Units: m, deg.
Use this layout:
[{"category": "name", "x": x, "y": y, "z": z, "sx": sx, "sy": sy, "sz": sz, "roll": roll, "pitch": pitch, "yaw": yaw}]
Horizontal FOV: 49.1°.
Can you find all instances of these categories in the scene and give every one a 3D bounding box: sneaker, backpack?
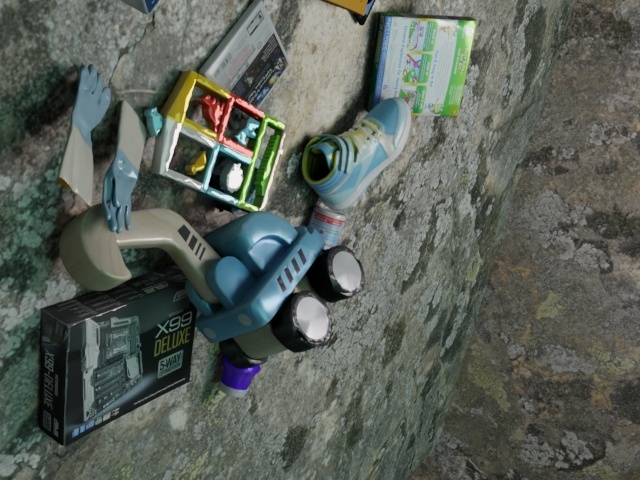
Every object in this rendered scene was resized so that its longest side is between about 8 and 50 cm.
[{"category": "sneaker", "x": 0.082, "y": -0.229, "z": 1.644, "sx": 0.319, "sy": 0.127, "sz": 0.208, "roll": -56, "pitch": 150, "yaw": 1}, {"category": "backpack", "x": -0.158, "y": -0.118, "z": 1.400, "sx": 0.114, "sy": 0.084, "sz": 0.105, "roll": -53, "pitch": 151, "yaw": -28}]

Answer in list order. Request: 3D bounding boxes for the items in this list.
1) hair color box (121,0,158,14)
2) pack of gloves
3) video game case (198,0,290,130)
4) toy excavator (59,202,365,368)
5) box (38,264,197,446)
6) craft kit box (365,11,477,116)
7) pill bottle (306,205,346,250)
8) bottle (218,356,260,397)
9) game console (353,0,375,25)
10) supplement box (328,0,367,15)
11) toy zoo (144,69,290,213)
[{"category": "hair color box", "x": -0.267, "y": -0.423, "z": 0.777, "sx": 0.105, "sy": 0.174, "sz": 0.347, "roll": -60, "pitch": 175, "yaw": -16}, {"category": "pack of gloves", "x": -0.338, "y": -0.134, "z": 1.061, "sx": 0.195, "sy": 0.046, "sz": 0.232, "roll": 65, "pitch": 21, "yaw": -58}, {"category": "video game case", "x": -0.140, "y": -0.331, "z": 1.342, "sx": 0.190, "sy": 0.022, "sz": 0.173, "roll": -58, "pitch": 150, "yaw": -18}, {"category": "toy excavator", "x": -0.190, "y": 0.046, "z": 1.277, "sx": 0.445, "sy": 0.222, "sz": 0.433, "roll": 52, "pitch": 44, "yaw": -14}, {"category": "box", "x": -0.363, "y": 0.200, "z": 1.292, "sx": 0.307, "sy": 0.077, "sz": 0.242, "roll": -20, "pitch": 126, "yaw": -53}, {"category": "craft kit box", "x": 0.249, "y": -0.435, "z": 1.748, "sx": 0.247, "sy": 0.061, "sz": 0.249, "roll": -1, "pitch": 119, "yaw": -16}, {"category": "pill bottle", "x": 0.000, "y": 0.000, "z": 1.748, "sx": 0.087, "sy": 0.087, "sz": 0.160, "roll": 6, "pitch": 105, "yaw": -60}, {"category": "bottle", "x": -0.161, "y": 0.224, "z": 1.633, "sx": 0.118, "sy": 0.092, "sz": 0.282, "roll": 8, "pitch": 103, "yaw": -60}, {"category": "game console", "x": 0.123, "y": -0.554, "z": 1.564, "sx": 0.122, "sy": 0.071, "sz": 0.107, "roll": -65, "pitch": 151, "yaw": -10}, {"category": "supplement box", "x": 0.017, "y": -0.520, "z": 1.412, "sx": 0.233, "sy": 0.080, "sz": 0.078, "roll": -6, "pitch": 117, "yaw": -56}, {"category": "toy zoo", "x": -0.189, "y": -0.176, "z": 1.268, "sx": 0.293, "sy": 0.030, "sz": 0.192, "roll": 24, "pitch": 79, "yaw": -44}]
